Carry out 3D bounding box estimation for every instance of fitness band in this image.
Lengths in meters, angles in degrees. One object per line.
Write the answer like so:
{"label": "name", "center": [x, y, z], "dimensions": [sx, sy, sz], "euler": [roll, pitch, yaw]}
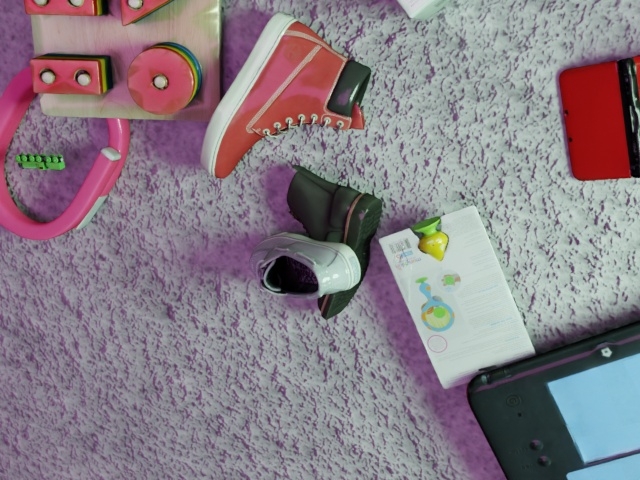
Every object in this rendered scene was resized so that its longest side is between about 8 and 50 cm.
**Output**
{"label": "fitness band", "center": [-0.415, -0.133, 1.095], "dimensions": [0.209, 0.054, 0.291], "euler": [39, 111, 3]}

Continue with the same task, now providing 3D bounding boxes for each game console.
{"label": "game console", "center": [0.433, 0.269, 0.941], "dimensions": [0.387, 0.060, 0.342], "euler": [-24, 106, 20]}
{"label": "game console", "center": [0.379, -0.153, 0.882], "dimensions": [0.124, 0.085, 0.144], "euler": [-15, 103, -12]}

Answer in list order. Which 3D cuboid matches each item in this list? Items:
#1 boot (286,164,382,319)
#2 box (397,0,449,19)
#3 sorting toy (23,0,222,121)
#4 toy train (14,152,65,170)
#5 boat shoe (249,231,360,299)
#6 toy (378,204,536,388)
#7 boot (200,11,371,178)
{"label": "boot", "center": [0.000, 0.000, 1.016], "dimensions": [0.137, 0.077, 0.198], "euler": [29, 116, 24]}
{"label": "box", "center": [0.100, -0.356, 0.842], "dimensions": [0.091, 0.130, 0.170], "euler": [-36, 94, 23]}
{"label": "sorting toy", "center": [-0.264, -0.284, 0.947], "dimensions": [0.256, 0.089, 0.257], "euler": [2, 111, 0]}
{"label": "toy train", "center": [-0.418, -0.117, 1.066], "dimensions": [0.083, 0.017, 0.023], "euler": [4, 115, 17]}
{"label": "boat shoe", "center": [-0.045, 0.036, 0.968], "dimensions": [0.227, 0.081, 0.079], "euler": [2, 106, 53]}
{"label": "toy", "center": [0.189, 0.074, 0.977], "dimensions": [0.137, 0.056, 0.237], "euler": [-20, 106, 20]}
{"label": "boot", "center": [-0.043, -0.156, 0.967], "dimensions": [0.176, 0.088, 0.244], "euler": [35, 108, 3]}
